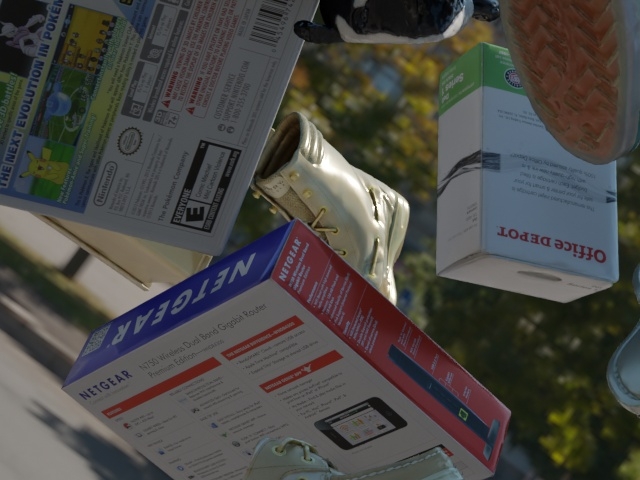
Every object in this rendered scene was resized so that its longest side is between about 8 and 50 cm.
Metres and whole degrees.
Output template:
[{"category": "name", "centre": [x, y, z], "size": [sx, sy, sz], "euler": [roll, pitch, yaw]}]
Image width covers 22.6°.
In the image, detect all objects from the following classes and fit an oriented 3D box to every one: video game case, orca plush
[{"category": "video game case", "centre": [-0.170, -0.162, 1.319], "size": [0.300, 0.329, 0.036], "euler": [14, 25, -19]}, {"category": "orca plush", "centre": [0.060, -0.210, 1.205], "size": [0.151, 0.102, 0.287], "euler": [-3, 12, 13]}]

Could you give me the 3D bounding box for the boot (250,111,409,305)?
[{"category": "boot", "centre": [0.000, 0.000, 1.813], "size": [0.095, 0.262, 0.203], "euler": [-19, -47, 39]}]

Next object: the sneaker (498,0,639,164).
[{"category": "sneaker", "centre": [0.170, -0.194, 0.903], "size": [0.108, 0.121, 0.302], "euler": [24, -49, 51]}]

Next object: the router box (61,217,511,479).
[{"category": "router box", "centre": [-0.037, 0.157, 1.566], "size": [0.301, 0.082, 0.335], "euler": [43, -45, -21]}]

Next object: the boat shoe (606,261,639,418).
[{"category": "boat shoe", "centre": [0.310, 0.085, 1.314], "size": [0.091, 0.114, 0.302], "euler": [57, 29, -11]}]

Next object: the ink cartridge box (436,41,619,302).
[{"category": "ink cartridge box", "centre": [0.200, -0.062, 1.555], "size": [0.160, 0.219, 0.092], "euler": [13, -22, -24]}]

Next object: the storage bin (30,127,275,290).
[{"category": "storage bin", "centre": [-0.217, -0.117, 1.888], "size": [0.262, 0.260, 0.123], "euler": [37, -22, -30]}]

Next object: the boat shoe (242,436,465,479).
[{"category": "boat shoe", "centre": [-0.020, 0.119, 0.741], "size": [0.063, 0.170, 0.059], "euler": [76, -4, -73]}]
